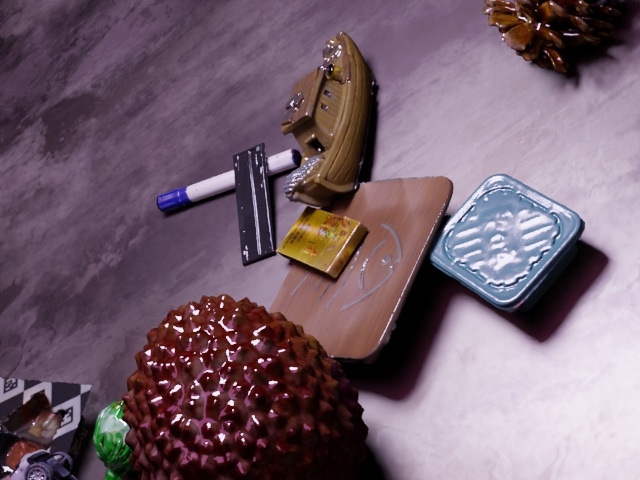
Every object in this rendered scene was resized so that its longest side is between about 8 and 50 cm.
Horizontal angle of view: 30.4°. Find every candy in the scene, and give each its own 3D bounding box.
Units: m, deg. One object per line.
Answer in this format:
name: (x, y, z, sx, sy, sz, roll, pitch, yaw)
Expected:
candy: (-0.306, 0.384, 1.655, 0.097, 0.097, 0.323, 1, 68, 37)

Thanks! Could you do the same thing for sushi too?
sushi: (-0.478, 0.356, 1.800, 0.294, 0.059, 0.292, -2, 58, 35)

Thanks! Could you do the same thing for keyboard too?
keyboard: (-0.104, -0.059, 1.837, 0.063, 0.010, 0.198, -21, 60, 26)

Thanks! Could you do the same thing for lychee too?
lychee: (-0.094, 0.224, 1.441, 0.306, 0.306, 0.330, -24, 86, 21)

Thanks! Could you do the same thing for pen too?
pen: (-0.150, -0.097, 1.910, 0.269, 0.033, 0.033, -18, 50, 26)

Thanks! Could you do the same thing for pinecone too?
pinecone: (0.329, -0.329, 1.644, 0.195, 0.150, 0.179, -27, 47, 7)

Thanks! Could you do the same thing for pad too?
pad: (0.044, 0.036, 1.631, 0.284, 0.018, 0.286, -2, 57, 54)

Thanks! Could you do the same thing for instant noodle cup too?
instant noodle cup: (0.245, 0.011, 1.513, 0.157, 0.070, 0.179, -49, 43, -5)

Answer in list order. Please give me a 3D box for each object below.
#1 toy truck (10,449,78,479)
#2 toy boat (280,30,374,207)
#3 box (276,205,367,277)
toy truck: (-0.334, 0.388, 1.571, 0.216, 0.110, 0.116, 42, 93, 4)
toy boat: (0.006, -0.194, 1.791, 0.089, 0.121, 0.321, -31, 38, 44)
box: (0.000, 0.000, 1.692, 0.089, 0.022, 0.156, -56, 30, -6)
